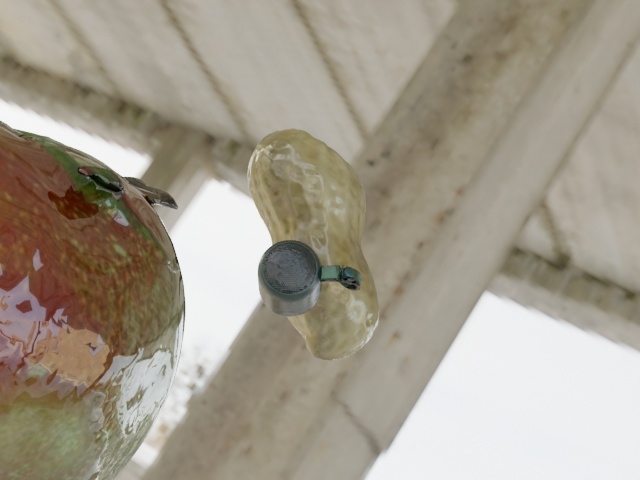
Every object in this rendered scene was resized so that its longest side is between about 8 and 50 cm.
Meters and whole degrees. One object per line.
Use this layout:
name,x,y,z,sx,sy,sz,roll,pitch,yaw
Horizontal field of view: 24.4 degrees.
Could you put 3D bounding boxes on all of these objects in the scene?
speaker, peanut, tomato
speaker,-0.012,0.031,1.380,0.075,0.094,0.060,95,-22,-72
peanut,0.000,0.000,1.587,0.123,0.124,0.256,130,-56,-72
tomato,-0.228,0.034,0.766,0.303,0.239,0.303,23,0,0
